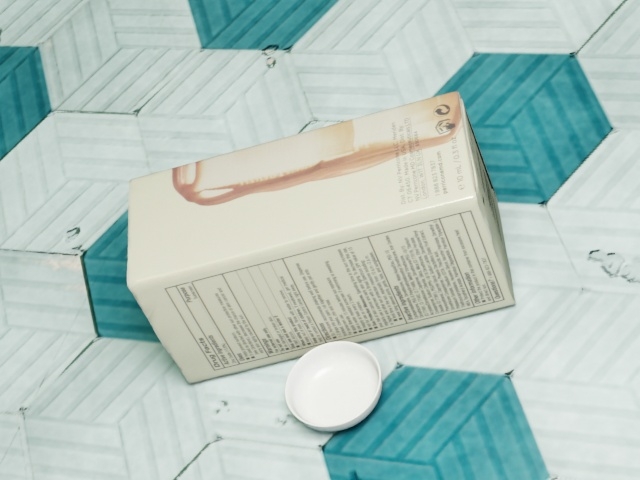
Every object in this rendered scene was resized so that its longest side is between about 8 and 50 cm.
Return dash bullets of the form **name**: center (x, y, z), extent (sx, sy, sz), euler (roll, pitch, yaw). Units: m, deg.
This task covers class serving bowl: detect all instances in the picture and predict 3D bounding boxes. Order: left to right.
- **serving bowl**: center (0.014, 0.125, 1.434), extent (0.083, 0.027, 0.083), euler (-11, 50, 14)

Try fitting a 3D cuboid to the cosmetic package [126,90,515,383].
- **cosmetic package**: center (0.000, 0.000, 1.458), extent (0.296, 0.153, 0.129), euler (-14, 48, 9)
